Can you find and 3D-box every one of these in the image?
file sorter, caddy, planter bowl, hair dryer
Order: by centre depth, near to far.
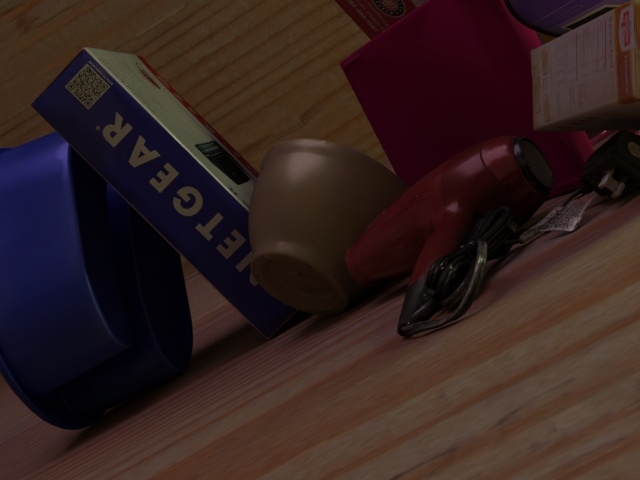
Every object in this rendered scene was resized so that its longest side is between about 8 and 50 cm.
[{"bbox_3d":[0.097,-0.011,0.974,0.223,0.080,0.293,-33,4,-21],"label":"hair dryer"},{"bbox_3d":[0.000,0.000,1.163,0.162,0.162,0.109,-25,34,55],"label":"planter bowl"},{"bbox_3d":[0.191,-0.153,1.200,0.182,0.202,0.290,-29,3,-24],"label":"file sorter"},{"bbox_3d":[-0.282,0.038,1.415,0.179,0.341,0.241,-23,-28,18],"label":"caddy"}]

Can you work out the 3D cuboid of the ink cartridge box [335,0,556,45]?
[{"bbox_3d":[0.237,-0.296,1.371,0.384,0.279,0.160,-11,46,44],"label":"ink cartridge box"}]

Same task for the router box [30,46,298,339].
[{"bbox_3d":[-0.132,-0.060,1.381,0.082,0.335,0.301,-45,3,7],"label":"router box"}]

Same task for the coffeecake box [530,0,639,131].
[{"bbox_3d":[0.250,-0.121,0.903,0.142,0.068,0.185,-2,-1,-11],"label":"coffeecake box"}]

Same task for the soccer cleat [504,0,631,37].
[{"bbox_3d":[0.299,-0.205,0.953,0.318,0.109,0.116,1,4,1],"label":"soccer cleat"}]
